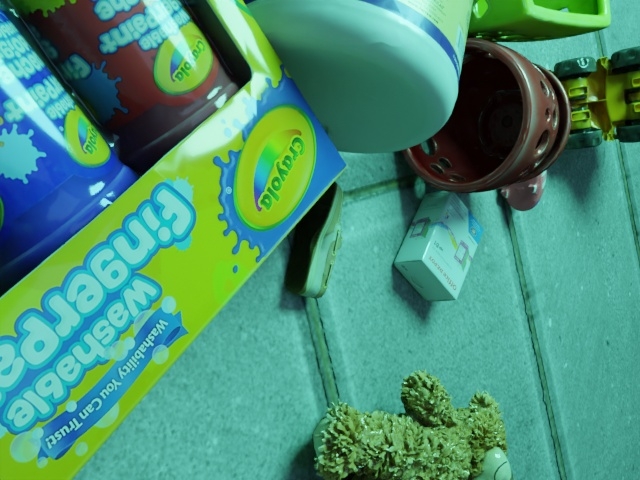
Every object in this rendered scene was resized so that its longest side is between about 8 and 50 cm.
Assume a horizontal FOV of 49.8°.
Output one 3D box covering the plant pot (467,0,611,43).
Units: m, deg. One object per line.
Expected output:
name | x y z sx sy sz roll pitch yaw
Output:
plant pot | 0.229 -0.370 0.925 0.228 0.207 0.227 -12 93 -43

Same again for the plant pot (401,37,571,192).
plant pot | 0.222 -0.156 0.912 0.174 0.191 0.191 -3 87 -51

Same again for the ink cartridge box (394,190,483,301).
ink cartridge box | 0.159 0.008 0.920 0.088 0.052 0.122 45 58 -30

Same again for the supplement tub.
supplement tub | 0.043 -0.285 0.720 0.241 0.241 0.331 27 67 -38

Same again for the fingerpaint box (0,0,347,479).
fingerpaint box | -0.231 -0.061 0.491 0.445 0.163 0.371 -49 117 -34

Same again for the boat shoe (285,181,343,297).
boat shoe | 0.000 0.000 0.780 0.045 0.050 0.135 26 78 -41

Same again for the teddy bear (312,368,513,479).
teddy bear | 0.116 0.272 0.810 0.338 0.113 0.245 28 69 -37

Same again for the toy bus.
toy bus | 0.486 -0.244 1.187 0.211 0.220 0.150 -42 124 -73

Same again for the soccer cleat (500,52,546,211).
soccer cleat | 0.310 -0.171 1.066 0.095 0.083 0.248 -12 90 -47
